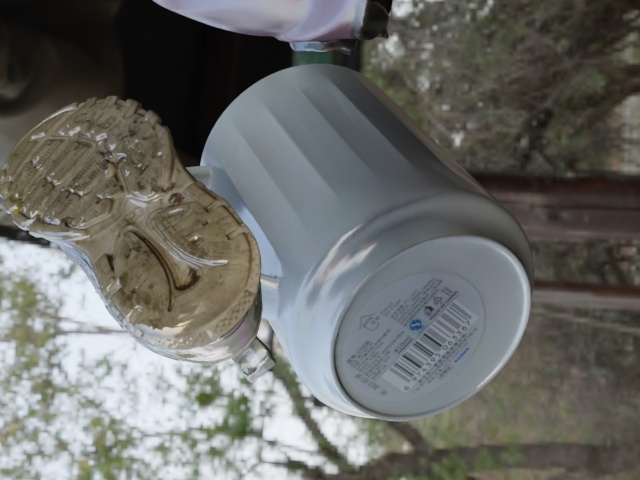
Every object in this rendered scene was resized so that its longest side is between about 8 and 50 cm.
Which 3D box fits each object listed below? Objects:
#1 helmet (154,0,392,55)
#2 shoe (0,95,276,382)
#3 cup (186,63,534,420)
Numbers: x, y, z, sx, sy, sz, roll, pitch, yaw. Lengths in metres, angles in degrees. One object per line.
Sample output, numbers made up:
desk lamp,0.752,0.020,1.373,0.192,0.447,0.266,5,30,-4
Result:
helmet,-0.058,-0.260,0.757,0.338,0.197,0.271,-83,-12,-64
shoe,-0.085,0.001,0.594,0.089,0.180,0.092,-44,-33,-9
cup,0.000,0.000,1.093,0.327,0.322,0.237,-124,35,-52
